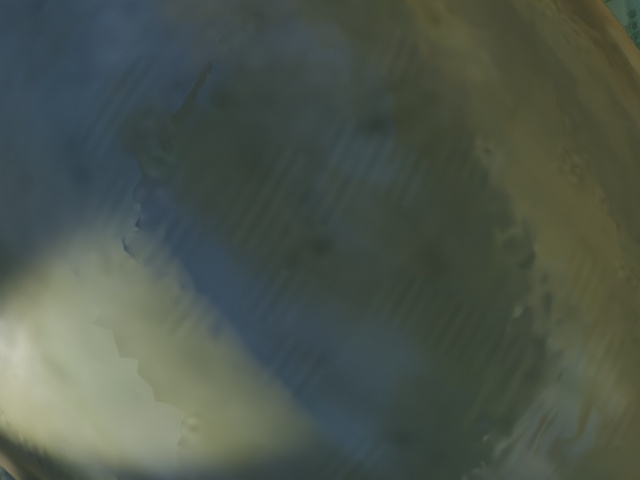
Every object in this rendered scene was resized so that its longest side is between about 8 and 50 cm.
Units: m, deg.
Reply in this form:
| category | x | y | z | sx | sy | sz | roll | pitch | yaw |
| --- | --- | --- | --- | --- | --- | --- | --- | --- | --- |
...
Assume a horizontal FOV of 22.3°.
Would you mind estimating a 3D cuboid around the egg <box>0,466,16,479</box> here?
| category | x | y | z | sx | sy | sz | roll | pitch | yaw |
| --- | --- | --- | --- | --- | --- | --- | --- | --- | --- |
| egg | -0.134 | 0.180 | 1.107 | 0.289 | 0.238 | 0.238 | -51 | 40 | -4 |

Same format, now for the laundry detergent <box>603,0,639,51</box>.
| category | x | y | z | sx | sy | sz | roll | pitch | yaw |
| --- | --- | --- | --- | --- | --- | --- | --- | --- | --- |
| laundry detergent | 0.086 | -0.169 | 0.938 | 0.287 | 0.287 | 0.305 | 31 | 144 | 50 |

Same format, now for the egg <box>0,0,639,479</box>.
| category | x | y | z | sx | sy | sz | roll | pitch | yaw |
| --- | --- | --- | --- | --- | --- | --- | --- | --- | --- |
| egg | 0.000 | 0.000 | 0.472 | 0.295 | 0.218 | 0.218 | 42 | 115 | 12 |
